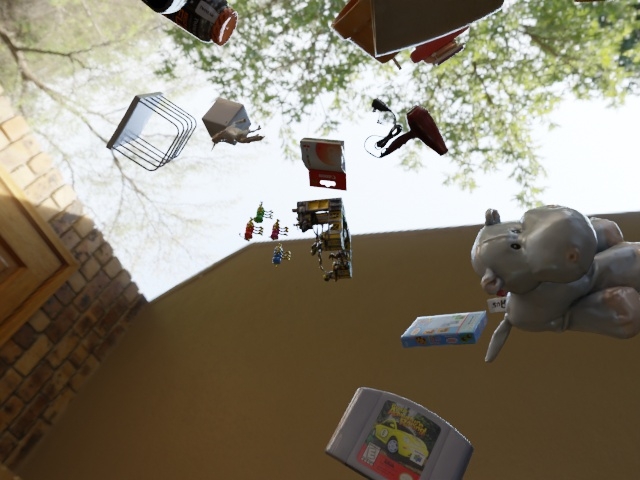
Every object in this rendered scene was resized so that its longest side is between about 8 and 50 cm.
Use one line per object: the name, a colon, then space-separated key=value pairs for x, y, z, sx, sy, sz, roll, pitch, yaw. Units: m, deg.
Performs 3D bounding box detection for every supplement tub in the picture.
supplement tub: x=-0.302 y=-0.559 z=1.208 sx=0.190 sy=0.117 sz=0.117 roll=33 pitch=-131 yaw=2

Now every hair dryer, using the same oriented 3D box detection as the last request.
hair dryer: x=0.300 y=-0.362 z=1.710 sx=0.293 sy=0.224 sz=0.080 roll=22 pitch=-130 yaw=17

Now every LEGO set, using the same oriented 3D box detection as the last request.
LEGO set: x=0.000 y=0.000 z=1.800 sx=0.192 sy=0.331 sz=0.255 roll=-5 pitch=-113 yaw=10

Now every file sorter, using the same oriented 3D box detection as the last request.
file sorter: x=-0.547 y=-0.362 z=1.674 sx=0.193 sy=0.173 sz=0.278 roll=-54 pitch=-168 yaw=14

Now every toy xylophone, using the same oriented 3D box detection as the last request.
toy xylophone: x=0.289 y=-0.670 z=1.545 sx=0.236 sy=0.323 sz=0.081 roll=-41 pitch=-178 yaw=4

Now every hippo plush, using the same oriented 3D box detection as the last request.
hippo plush: x=0.349 y=0.025 z=0.808 sx=0.294 sy=0.236 sz=0.234 roll=-21 pitch=-140 yaw=41

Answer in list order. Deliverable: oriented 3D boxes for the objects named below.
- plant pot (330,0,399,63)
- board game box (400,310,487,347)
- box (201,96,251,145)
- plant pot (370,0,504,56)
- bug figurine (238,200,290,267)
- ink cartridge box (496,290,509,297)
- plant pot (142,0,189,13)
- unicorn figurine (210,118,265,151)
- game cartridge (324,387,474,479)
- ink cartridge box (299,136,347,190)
plant pot: x=0.165 y=-0.631 z=1.465 sx=0.205 sy=0.188 sz=0.205 roll=-41 pitch=-158 yaw=20
board game box: x=0.359 y=0.257 z=1.453 sx=0.211 sy=0.039 sz=0.160 roll=-10 pitch=-171 yaw=32
box: x=-0.285 y=-0.363 z=1.529 sx=0.101 sy=0.087 sz=0.102 roll=22 pitch=-114 yaw=23
plant pot: x=0.244 y=-0.545 z=1.070 sx=0.273 sy=0.257 sz=0.256 roll=-5 pitch=-145 yaw=7
bug figurine: x=-0.227 y=-0.028 z=2.109 sx=0.072 sy=0.279 sz=0.216 roll=-17 pitch=-134 yaw=30
ink cartridge box: x=0.498 y=0.094 z=1.227 sx=0.150 sy=0.063 sz=0.109 roll=14 pitch=-143 yaw=-7
plant pot: x=-0.222 y=-0.442 z=0.704 sx=0.187 sy=0.188 sz=0.167 roll=-51 pitch=-172 yaw=13
unicorn figurine: x=-0.236 y=-0.297 z=1.406 sx=0.111 sy=0.060 sz=0.162 roll=-35 pitch=-152 yaw=-30
game cartridge: x=0.180 y=0.462 z=1.133 sx=0.294 sy=0.060 sz=0.196 roll=20 pitch=-122 yaw=25
ink cartridge box: x=0.010 y=-0.242 z=1.629 sx=0.145 sy=0.179 sz=0.045 roll=10 pitch=-148 yaw=23
